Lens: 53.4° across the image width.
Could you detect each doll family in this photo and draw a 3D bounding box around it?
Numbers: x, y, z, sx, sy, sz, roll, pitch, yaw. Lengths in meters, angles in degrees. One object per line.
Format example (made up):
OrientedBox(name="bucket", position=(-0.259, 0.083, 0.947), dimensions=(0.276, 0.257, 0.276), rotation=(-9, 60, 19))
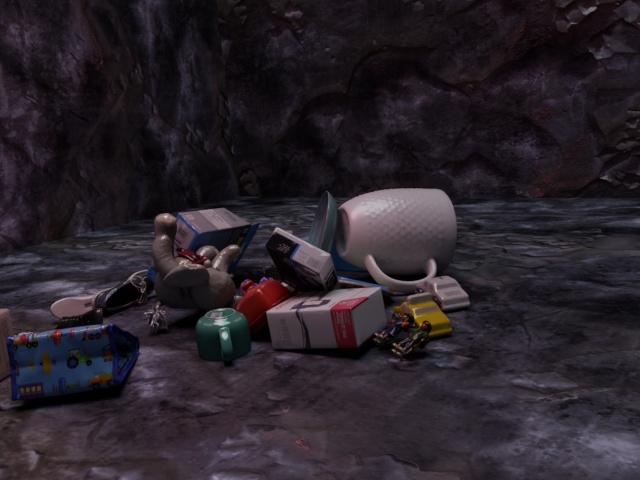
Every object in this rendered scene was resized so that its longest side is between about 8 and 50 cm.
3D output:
OrientedBox(name="doll family", position=(0.192, 0.207, 1.437), dimensions=(0.111, 0.076, 0.193), rotation=(-39, 27, -15))

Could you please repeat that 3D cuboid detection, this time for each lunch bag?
OrientedBox(name="lunch bag", position=(-0.549, 0.266, 1.465), dimensions=(0.220, 0.138, 0.293), rotation=(-7, -5, -6))

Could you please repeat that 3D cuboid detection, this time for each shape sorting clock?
OrientedBox(name="shape sorting clock", position=(0.106, 0.135, 1.822), dimensions=(0.206, 0.040, 0.206), rotation=(12, -3, 1))

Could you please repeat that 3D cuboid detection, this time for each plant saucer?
OrientedBox(name="plant saucer", position=(0.000, 0.000, 2.045), dimensions=(0.043, 0.318, 0.317), rotation=(14, 9, -9))

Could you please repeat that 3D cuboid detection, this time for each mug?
OrientedBox(name="mug", position=(0.230, 0.008, 1.983), dimensions=(0.327, 0.276, 0.374), rotation=(-1, 48, -17))
OrientedBox(name="mug", position=(-0.227, 0.222, 1.530), dimensions=(0.157, 0.098, 0.129), rotation=(5, 15, 43))

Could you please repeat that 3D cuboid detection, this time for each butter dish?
OrientedBox(name="butter dish", position=(-0.158, 0.155, 1.650), dimensions=(0.160, 0.118, 0.160), rotation=(-44, -7, 27))

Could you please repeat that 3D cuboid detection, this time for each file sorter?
OrientedBox(name="file sorter", position=(0.121, 0.039, 2.233), dimensions=(0.170, 0.118, 0.104), rotation=(1, 9, 30))

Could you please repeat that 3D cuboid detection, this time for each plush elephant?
OrientedBox(name="plush elephant", position=(-0.325, 0.098, 1.738), dimensions=(0.255, 0.272, 0.330), rotation=(-5, 54, 29))

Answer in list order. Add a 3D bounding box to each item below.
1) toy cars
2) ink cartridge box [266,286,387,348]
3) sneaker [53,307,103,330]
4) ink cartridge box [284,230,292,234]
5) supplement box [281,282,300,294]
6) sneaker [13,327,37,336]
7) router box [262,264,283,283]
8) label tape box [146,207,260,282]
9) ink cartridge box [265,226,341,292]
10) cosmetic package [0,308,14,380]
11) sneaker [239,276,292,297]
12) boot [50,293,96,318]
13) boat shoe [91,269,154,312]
OrientedBox(name="toy cars", position=(0.291, 0.153, 1.668), dimensions=(0.176, 0.087, 0.393), rotation=(1, 13, 25))
OrientedBox(name="ink cartridge box", position=(0.015, 0.187, 1.533), dimensions=(0.237, 0.100, 0.172), rotation=(-7, 9, 31))
OrientedBox(name="sneaker", position=(-0.577, 0.201, 1.510), dimensions=(0.089, 0.051, 0.170), rotation=(5, -26, -31))
OrientedBox(name="ink cartridge box", position=(-0.131, 0.040, 2.303), dimensions=(0.072, 0.128, 0.175), rotation=(-4, 12, -2))
OrientedBox(name="supplement box", position=(-0.089, 0.153, 1.897), dimensions=(0.036, 0.062, 0.098), rotation=(3, 15, 39))
OrientedBox(name="sneaker", position=(-0.832, 0.272, 1.627), dimensions=(0.234, 0.078, 0.106), rotation=(-6, 8, -24))
OrientedBox(name="router box", position=(-0.115, 0.121, 1.992), dimensions=(0.122, 0.092, 0.038), rotation=(-8, 12, -19))
OrientedBox(name="label tape box", position=(-0.376, 0.024, 2.101), dimensions=(0.115, 0.249, 0.347), rotation=(39, 22, 16))
OrientedBox(name="ink cartridge box", position=(-0.035, 0.089, 1.694), dimensions=(0.165, 0.065, 0.333), rotation=(26, -17, 19))
OrientedBox(name="cosmetic package", position=(-0.819, 0.272, 1.400), dimensions=(0.113, 0.160, 0.309), rotation=(-3, 11, 12))
OrientedBox(name="sneaker", position=(-0.133, 0.156, 1.795), dimensions=(0.236, 0.105, 0.095), rotation=(2, 10, 18))
OrientedBox(name="boot", position=(-0.750, 0.203, 1.970), dimensions=(0.190, 0.069, 0.086), rotation=(-5, 1, -44))
OrientedBox(name="boat shoe", position=(-0.595, 0.159, 2.011), dimensions=(0.079, 0.095, 0.254), rotation=(2, 15, 40))
